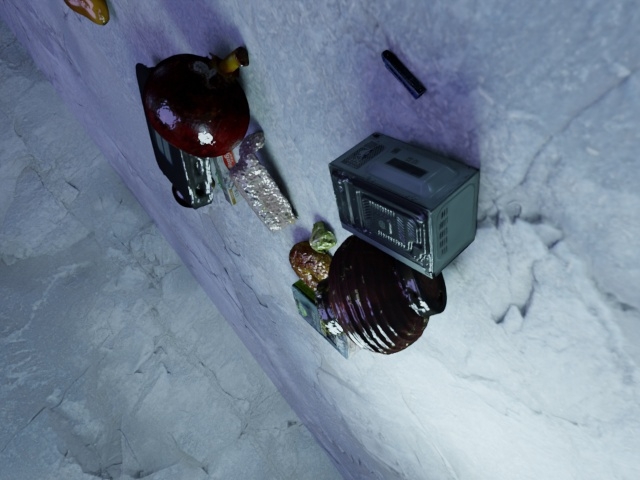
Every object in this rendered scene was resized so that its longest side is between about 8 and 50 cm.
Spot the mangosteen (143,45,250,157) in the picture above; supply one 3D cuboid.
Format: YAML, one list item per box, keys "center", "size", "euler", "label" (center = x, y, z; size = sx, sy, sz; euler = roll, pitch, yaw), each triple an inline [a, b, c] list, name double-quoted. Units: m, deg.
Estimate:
- center: [-0.244, -0.315, 1.000]
  size: [0.261, 0.235, 0.235]
  euler: [-44, 82, 23]
  label: "mangosteen"

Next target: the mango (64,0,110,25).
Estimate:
- center: [-0.678, -0.706, 1.363]
  size: [0.159, 0.084, 0.105]
  euler: [32, 138, -1]
  label: "mango"

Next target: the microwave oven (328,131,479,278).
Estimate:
- center: [0.129, -0.062, 0.748]
  size: [0.208, 0.122, 0.162]
  euler: [31, 149, 39]
  label: "microwave oven"

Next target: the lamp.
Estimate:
- center: [0.106, 0.096, 0.868]
  size: [0.247, 0.247, 0.247]
  euler: [40, 153, 26]
  label: "lamp"

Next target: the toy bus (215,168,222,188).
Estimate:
- center: [-0.299, -0.191, 1.442]
  size: [0.037, 0.031, 0.083]
  euler: [29, 148, 24]
  label: "toy bus"

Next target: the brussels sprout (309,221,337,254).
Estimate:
- center: [0.000, 0.000, 1.143]
  size: [0.085, 0.058, 0.085]
  euler: [52, 173, 9]
  label: "brussels sprout"

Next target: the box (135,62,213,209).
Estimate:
- center: [-0.423, -0.301, 1.345]
  size: [0.350, 0.091, 0.359]
  euler: [41, 142, 41]
  label: "box"

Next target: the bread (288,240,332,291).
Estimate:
- center: [-0.016, 0.081, 1.271]
  size: [0.193, 0.064, 0.193]
  euler: [38, 154, 23]
  label: "bread"

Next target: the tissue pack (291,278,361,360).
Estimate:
- center: [0.020, 0.230, 1.391]
  size: [0.235, 0.073, 0.173]
  euler: [38, 153, 30]
  label: "tissue pack"

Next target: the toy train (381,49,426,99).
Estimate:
- center: [0.116, -0.237, 0.664]
  size: [0.083, 0.017, 0.017]
  euler: [50, 163, 6]
  label: "toy train"

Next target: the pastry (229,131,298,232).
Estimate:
- center: [-0.149, -0.130, 1.163]
  size: [0.103, 0.112, 0.265]
  euler: [33, 150, 58]
  label: "pastry"

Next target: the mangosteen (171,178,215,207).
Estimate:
- center: [-0.419, -0.180, 1.554]
  size: [0.151, 0.137, 0.137]
  euler: [-30, 98, 42]
  label: "mangosteen"

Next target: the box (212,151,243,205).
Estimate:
- center: [-0.268, -0.198, 1.344]
  size: [0.039, 0.055, 0.218]
  euler: [39, 152, 34]
  label: "box"
